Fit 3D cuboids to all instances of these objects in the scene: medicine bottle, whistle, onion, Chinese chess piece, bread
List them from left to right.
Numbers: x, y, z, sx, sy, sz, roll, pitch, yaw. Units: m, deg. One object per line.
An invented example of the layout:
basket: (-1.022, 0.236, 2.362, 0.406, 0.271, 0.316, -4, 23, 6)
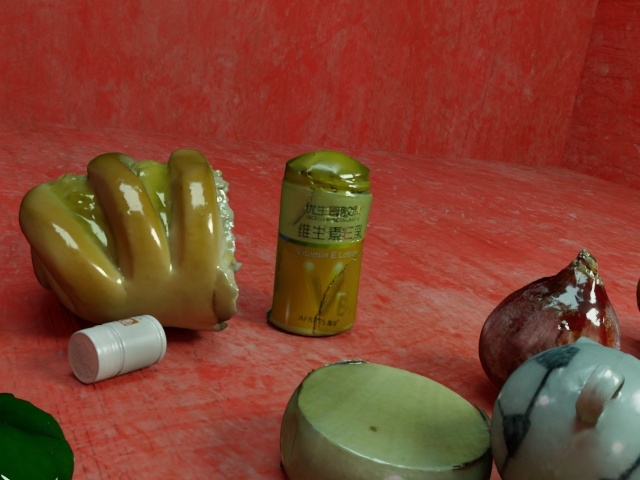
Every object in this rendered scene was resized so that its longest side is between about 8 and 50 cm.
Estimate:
medicine bottle: (-0.213, 0.113, 0.800, 0.057, 0.057, 0.089, 19, 19, 35)
bread: (-0.231, -0.017, 0.956, 0.270, 0.211, 0.316, 6, 7, -10)
medicine bottle: (0.000, 0.000, 1.000, 0.124, 0.239, 0.124, 6, 17, -2)
Chinese chess piece: (0.057, 0.181, 0.672, 0.188, 0.083, 0.188, 11, 16, -3)
onion: (0.271, 0.102, 0.867, 0.159, 0.195, 0.159, 15, 21, -6)
whistle: (0.219, 0.175, 0.626, 0.163, 0.289, 0.163, -7, 54, 9)

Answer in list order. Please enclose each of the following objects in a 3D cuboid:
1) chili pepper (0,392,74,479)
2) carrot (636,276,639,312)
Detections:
chili pepper: (-0.279, 0.147, 0.422, 0.261, 0.165, 0.174, 16, 19, -21)
carrot: (0.540, 0.120, 1.026, 0.196, 0.196, 0.254, 13, 24, 14)
